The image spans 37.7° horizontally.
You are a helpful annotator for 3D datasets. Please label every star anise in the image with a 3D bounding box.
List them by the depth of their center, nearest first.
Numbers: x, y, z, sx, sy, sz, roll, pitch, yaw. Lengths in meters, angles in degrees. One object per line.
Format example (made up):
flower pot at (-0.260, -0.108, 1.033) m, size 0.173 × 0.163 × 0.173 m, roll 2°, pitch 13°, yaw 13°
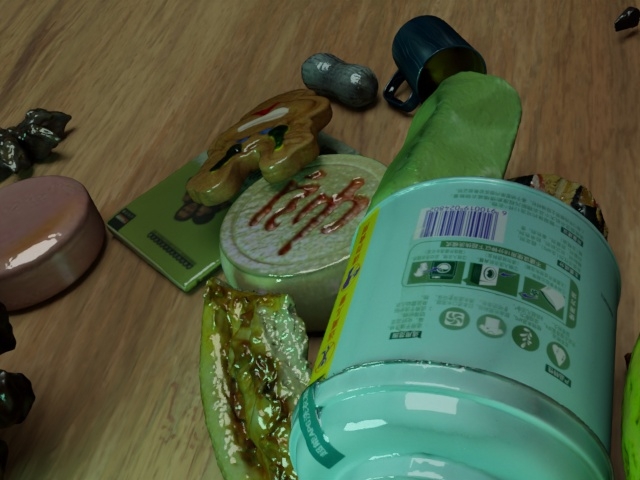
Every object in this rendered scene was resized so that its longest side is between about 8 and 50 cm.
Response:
star anise at (-0.557, -0.173, 1.707) m, size 0.212 × 0.073 × 0.197 m, roll -22°, pitch 37°, yaw 2°

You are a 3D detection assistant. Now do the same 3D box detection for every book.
book at (-0.132, -0.077, 1.446) m, size 0.352 × 0.035 × 0.239 m, roll -38°, pitch 44°, yaw -21°

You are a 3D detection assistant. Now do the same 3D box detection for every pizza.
pizza at (-0.066, 0.169, 1.034) m, size 0.074 × 0.182 × 0.365 m, roll 10°, pitch 48°, yaw -32°

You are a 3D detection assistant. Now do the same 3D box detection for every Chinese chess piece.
Chinese chess piece at (0.000, 0.000, 1.244) m, size 0.270 × 0.112 × 0.270 m, roll -12°, pitch 39°, yaw 10°

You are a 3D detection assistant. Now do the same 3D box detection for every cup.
cup at (0.167, -0.278, 1.487) m, size 0.150 × 0.113 × 0.138 m, roll -21°, pitch 38°, yaw -3°

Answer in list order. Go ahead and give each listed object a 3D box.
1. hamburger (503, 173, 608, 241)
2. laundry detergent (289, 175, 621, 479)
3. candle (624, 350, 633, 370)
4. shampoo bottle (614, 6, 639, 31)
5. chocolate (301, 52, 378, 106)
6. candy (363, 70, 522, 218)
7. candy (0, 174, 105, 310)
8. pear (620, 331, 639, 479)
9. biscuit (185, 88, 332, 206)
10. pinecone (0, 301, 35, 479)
hamburger at (0.233, 0.018, 1.130) m, size 0.231 × 0.106 × 0.231 m, roll -10°, pitch 46°, yaw 10°
laundry detergent at (0.131, 0.142, 0.884) m, size 0.287 × 0.287 × 0.305 m, roll -1°, pitch 43°, yaw 22°
candle at (0.345, 0.152, 0.968) m, size 0.052 × 0.052 × 0.130 m, roll -10°, pitch 40°, yaw 13°
shampoo bottle at (0.551, -0.306, 1.395) m, size 0.068 × 0.067 × 0.236 m, roll -19°, pitch 34°, yaw -30°
chocolate at (0.029, -0.270, 1.571) m, size 0.072 × 0.072 × 0.167 m, roll -40°, pitch 45°, yaw -22°
candy at (0.150, -0.083, 1.125) m, size 0.132 × 0.142 × 0.343 m, roll 23°, pitch 40°, yaw 6°
candy at (-0.464, 0.002, 1.449) m, size 0.255 × 0.094 × 0.255 m, roll -12°, pitch 40°, yaw 10°
pear at (0.407, 0.132, 0.694) m, size 0.391 × 0.391 × 0.391 m, roll -12°, pitch 40°, yaw 10°
biscuit at (-0.082, -0.154, 1.386) m, size 0.202 × 0.047 × 0.334 m, roll -18°, pitch 23°, yaw 18°
pinecone at (-0.521, 0.179, 1.074) m, size 0.398 × 0.397 × 0.397 m, roll -12°, pitch 40°, yaw 10°
